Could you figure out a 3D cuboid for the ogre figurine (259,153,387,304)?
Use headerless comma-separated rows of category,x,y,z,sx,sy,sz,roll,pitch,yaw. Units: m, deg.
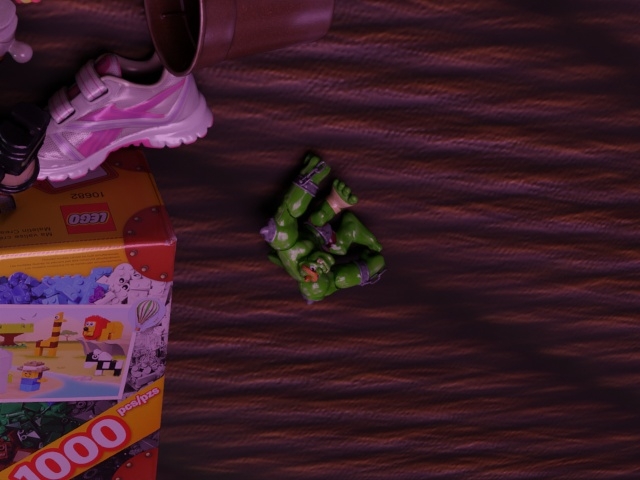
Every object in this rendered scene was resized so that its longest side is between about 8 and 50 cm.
ogre figurine,0.000,0.000,1.961,0.118,0.097,0.197,-41,147,-11

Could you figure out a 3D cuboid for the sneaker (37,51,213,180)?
sneaker,-0.248,-0.148,1.748,0.252,0.103,0.111,-19,126,-15

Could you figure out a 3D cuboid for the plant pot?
plant pot,-0.084,-0.264,1.687,0.165,0.167,0.167,-10,129,-26

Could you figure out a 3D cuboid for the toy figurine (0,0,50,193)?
toy figurine,-0.389,-0.141,1.619,0.213,0.209,0.148,-13,167,-19

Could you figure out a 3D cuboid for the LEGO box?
LEGO box,-0.436,0.111,1.801,0.500,0.193,0.372,-5,128,-18

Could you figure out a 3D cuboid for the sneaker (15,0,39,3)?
sneaker,-0.280,-0.283,1.646,0.209,0.081,0.094,13,127,-22
